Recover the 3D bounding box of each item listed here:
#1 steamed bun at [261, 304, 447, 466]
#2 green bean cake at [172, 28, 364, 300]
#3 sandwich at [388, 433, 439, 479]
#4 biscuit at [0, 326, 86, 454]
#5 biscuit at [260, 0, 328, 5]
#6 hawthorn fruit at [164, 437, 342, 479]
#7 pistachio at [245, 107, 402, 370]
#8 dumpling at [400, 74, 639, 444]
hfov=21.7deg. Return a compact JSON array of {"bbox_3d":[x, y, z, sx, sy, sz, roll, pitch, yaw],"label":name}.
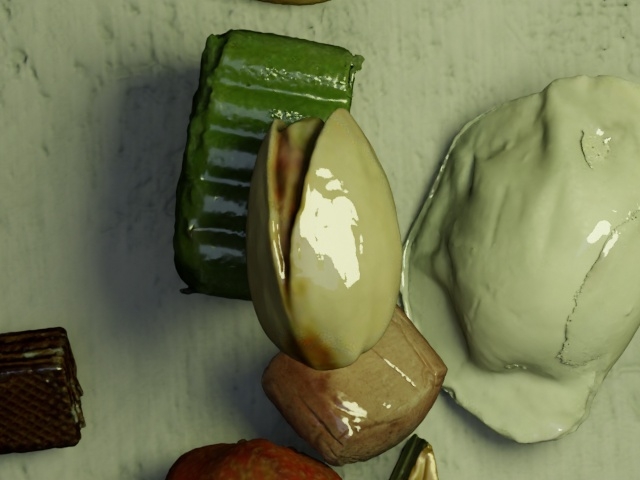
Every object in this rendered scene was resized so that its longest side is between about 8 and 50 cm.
[{"bbox_3d":[0.035,0.140,1.627,0.175,0.106,0.145,-28,73,-41],"label":"steamed bun"},{"bbox_3d":[-0.052,-0.064,1.582,0.156,0.250,0.247,8,89,-2],"label":"green bean cake"},{"bbox_3d":[0.052,0.297,1.641,0.144,0.117,0.187,-10,89,-5],"label":"sandwich"},{"bbox_3d":[-0.429,0.161,1.632,0.388,0.073,0.107,-6,125,-2],"label":"biscuit"},{"bbox_3d":[-0.030,-0.385,1.672,0.296,0.102,0.296,0,86,-1],"label":"biscuit"},{"bbox_3d":[-0.069,0.317,1.589,0.205,0.205,0.253,7,73,-2],"label":"hawthorn fruit"},{"bbox_3d":[0.000,0.000,1.391,0.144,0.144,0.215,-8,89,-2],"label":"pistachio"},{"bbox_3d":[0.206,0.001,1.628,0.260,0.181,0.341,27,131,26],"label":"dumpling"}]
